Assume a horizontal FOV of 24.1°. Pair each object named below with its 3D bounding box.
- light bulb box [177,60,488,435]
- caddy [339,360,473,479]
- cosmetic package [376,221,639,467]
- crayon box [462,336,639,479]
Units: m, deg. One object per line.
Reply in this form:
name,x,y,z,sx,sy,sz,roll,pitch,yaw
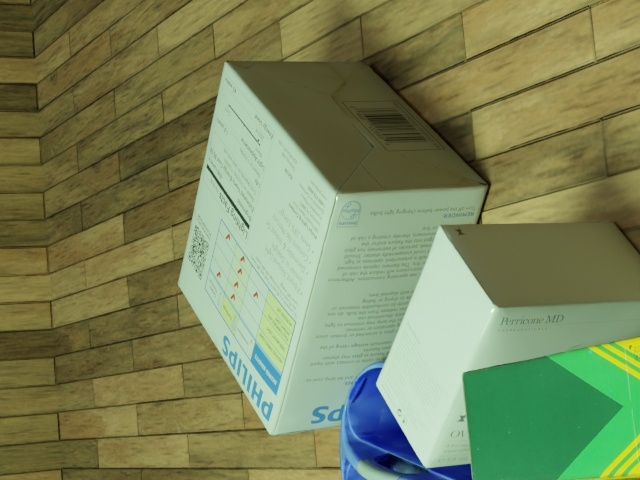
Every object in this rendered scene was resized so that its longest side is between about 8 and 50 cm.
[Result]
light bulb box,0.000,0.000,1.965,0.358,0.225,0.361,53,137,47
caddy,0.136,0.270,1.771,0.341,0.179,0.241,11,102,62
cosmetic package,0.211,0.107,1.568,0.138,0.224,0.225,58,140,45
crayon box,0.347,0.125,1.158,0.313,0.363,0.106,-24,69,60
